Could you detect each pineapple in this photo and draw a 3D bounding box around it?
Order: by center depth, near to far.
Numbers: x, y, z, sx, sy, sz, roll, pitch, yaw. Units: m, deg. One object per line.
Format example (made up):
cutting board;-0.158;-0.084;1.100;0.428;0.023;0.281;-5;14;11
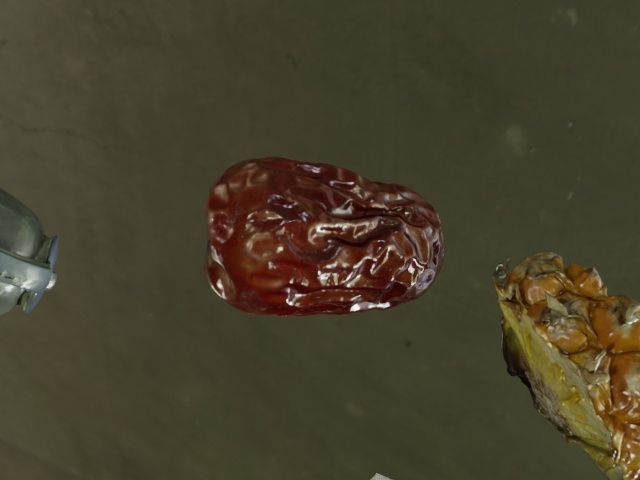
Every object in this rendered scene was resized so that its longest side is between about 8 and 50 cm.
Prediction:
pineapple;0.249;0.116;1.005;0.236;0.115;0.186;56;161;23

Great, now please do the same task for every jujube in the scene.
jujube;0.000;0.000;1.028;0.230;0.155;0.155;2;150;-20

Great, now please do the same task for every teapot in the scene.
teapot;-0.254;0.004;0.837;0.108;0.111;0.149;21;149;-14

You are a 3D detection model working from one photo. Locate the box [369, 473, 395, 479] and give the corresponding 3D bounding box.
box;0.064;0.399;1.211;0.194;0.111;0.260;27;120;-29
